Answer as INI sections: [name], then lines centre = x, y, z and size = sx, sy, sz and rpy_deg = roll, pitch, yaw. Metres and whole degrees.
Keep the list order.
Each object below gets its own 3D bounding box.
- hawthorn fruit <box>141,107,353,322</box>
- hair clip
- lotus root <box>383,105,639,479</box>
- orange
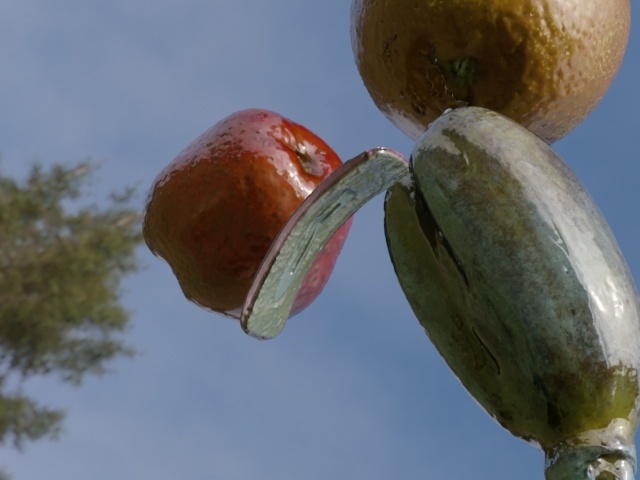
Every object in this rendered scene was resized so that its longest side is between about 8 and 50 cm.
[hawthorn fruit]
centre = -0.058, -0.022, 1.427
size = 0.189, 0.189, 0.189
rpy_deg = 19, -58, 32
[hair clip]
centre = -0.001, -0.001, 0.967
size = 0.022, 0.054, 0.137
rpy_deg = 42, -80, 25
[lotus root]
centre = 0.158, 0.050, 1.197
size = 0.322, 0.140, 0.158
rpy_deg = 63, -38, 24
[orange]
centre = 0.156, -0.202, 1.570
size = 0.274, 0.274, 0.274
rpy_deg = 19, -58, 32
